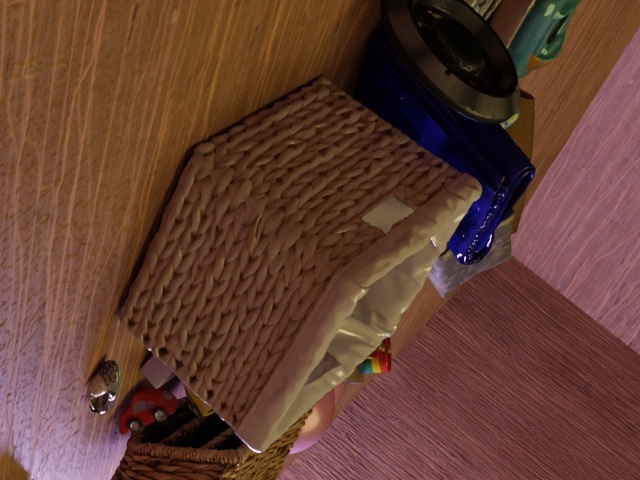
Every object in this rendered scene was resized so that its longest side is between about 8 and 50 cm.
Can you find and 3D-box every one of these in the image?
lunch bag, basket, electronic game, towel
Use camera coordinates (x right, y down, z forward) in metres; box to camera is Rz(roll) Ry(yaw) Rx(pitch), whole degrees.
[{"bbox_3d":[0.173,-0.085,1.983,0.169,0.287,0.235,-29,161,-3],"label":"lunch bag"},{"bbox_3d":[-0.183,0.323,2.021,0.299,0.213,0.223,-27,148,-61],"label":"basket"},{"bbox_3d":[0.168,-0.244,1.593,0.048,0.229,0.229,-42,175,36],"label":"electronic game"},{"bbox_3d":[-0.029,0.024,1.572,0.328,0.266,0.331,-37,160,-49],"label":"basket"},{"bbox_3d":[0.148,-0.133,1.692,0.076,0.308,0.227,-21,153,-28],"label":"towel"}]

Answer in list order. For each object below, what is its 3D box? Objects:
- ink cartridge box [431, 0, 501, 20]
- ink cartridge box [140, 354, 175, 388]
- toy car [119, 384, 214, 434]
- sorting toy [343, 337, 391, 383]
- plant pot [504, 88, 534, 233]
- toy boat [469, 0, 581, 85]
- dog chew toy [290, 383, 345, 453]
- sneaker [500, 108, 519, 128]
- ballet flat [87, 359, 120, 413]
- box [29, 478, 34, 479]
[{"bbox_3d":[0.211,-0.327,1.931,0.206,0.045,0.208,-52,169,2],"label":"ink cartridge box"},{"bbox_3d":[-0.137,0.104,1.832,0.224,0.045,0.223,-43,175,40],"label":"ink cartridge box"},{"bbox_3d":[-0.177,0.207,1.887,0.239,0.053,0.225,-18,-168,42],"label":"toy car"},{"bbox_3d":[0.082,0.142,2.375,0.255,0.089,0.257,35,52,-78],"label":"sorting toy"},{"bbox_3d":[0.306,-0.174,2.377,0.237,0.237,0.254,-25,136,-64],"label":"plant pot"},{"bbox_3d":[0.339,-0.329,2.135,0.318,0.148,0.267,-45,167,-27],"label":"toy boat"},{"bbox_3d":[-0.044,0.270,2.417,0.206,0.207,0.332,-58,173,31],"label":"dog chew toy"},{"bbox_3d":[0.265,-0.224,2.231,0.188,0.067,0.078,-11,-154,29],"label":"sneaker"},{"bbox_3d":[-0.295,0.202,1.679,0.041,0.041,0.114,-42,164,-35],"label":"ballet flat"},{"bbox_3d":[-0.430,0.415,1.772,0.059,0.054,0.169,-36,162,-48],"label":"box"}]
